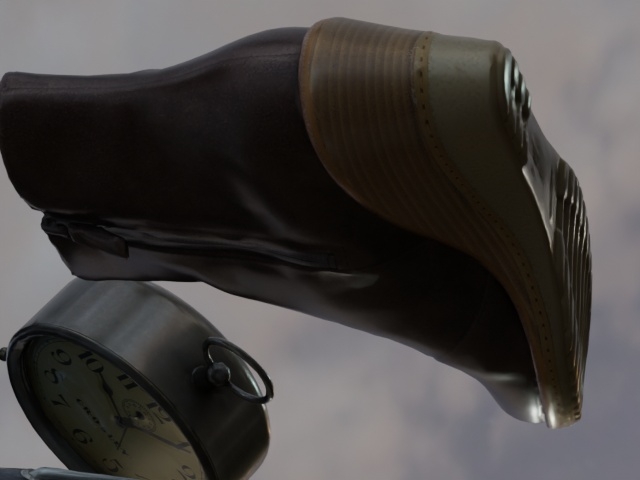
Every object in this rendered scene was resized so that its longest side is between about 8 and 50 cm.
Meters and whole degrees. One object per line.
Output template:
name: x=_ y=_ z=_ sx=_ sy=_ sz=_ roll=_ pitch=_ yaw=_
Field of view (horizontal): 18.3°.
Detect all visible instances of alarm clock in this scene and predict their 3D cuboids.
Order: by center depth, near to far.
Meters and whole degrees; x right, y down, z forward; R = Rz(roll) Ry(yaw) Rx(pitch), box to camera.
alarm clock: x=-0.075 y=0.071 z=0.941 sx=0.064 sy=0.129 sz=0.192 roll=-45 pitch=14 yaw=-30

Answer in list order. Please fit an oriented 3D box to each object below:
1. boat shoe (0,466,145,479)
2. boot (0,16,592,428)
boat shoe: x=-0.183 y=0.139 z=0.843 sx=0.102 sy=0.301 sz=0.108 roll=-68 pitch=-28 yaw=-62
boot: x=0.000 y=0.000 z=0.830 sx=0.248 sy=0.207 sz=0.090 roll=64 pitch=-151 yaw=-49
